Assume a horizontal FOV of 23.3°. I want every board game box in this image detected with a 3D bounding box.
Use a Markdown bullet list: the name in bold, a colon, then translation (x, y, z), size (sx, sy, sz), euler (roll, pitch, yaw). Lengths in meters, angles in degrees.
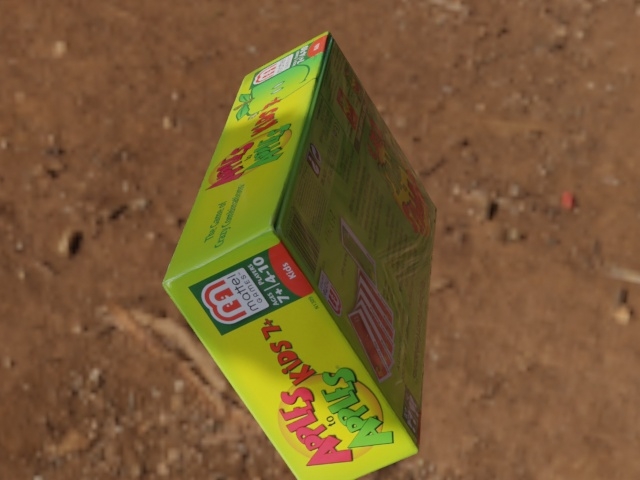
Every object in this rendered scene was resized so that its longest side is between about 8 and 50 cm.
- **board game box**: translation (0.000, 0.000, 0.566), size (0.043, 0.092, 0.181), euler (-26, 21, 18)
